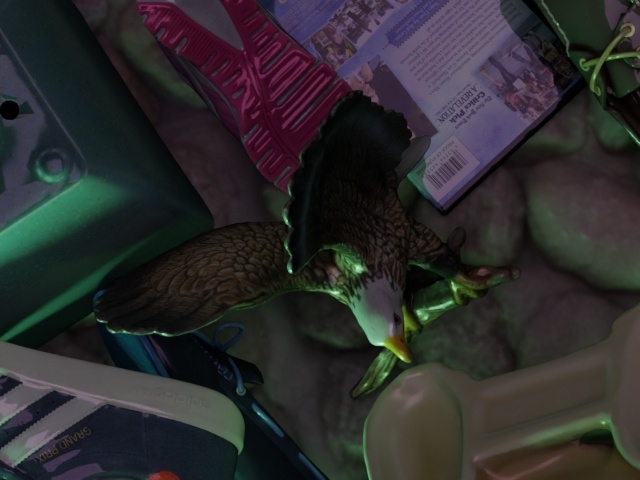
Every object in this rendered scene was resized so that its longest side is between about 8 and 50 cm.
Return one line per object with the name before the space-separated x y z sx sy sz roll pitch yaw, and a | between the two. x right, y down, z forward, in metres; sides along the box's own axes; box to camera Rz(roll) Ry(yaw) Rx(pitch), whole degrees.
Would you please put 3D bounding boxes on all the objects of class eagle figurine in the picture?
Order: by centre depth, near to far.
eagle figurine | 0.006 0.005 1.452 0.298 0.225 0.226 22 89 -39

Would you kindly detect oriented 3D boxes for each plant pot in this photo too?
plant pot | -0.256 -0.057 1.508 0.247 0.252 0.247 -33 85 -2

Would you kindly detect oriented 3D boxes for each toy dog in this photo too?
toy dog | 0.264 0.288 1.405 0.285 0.395 0.408 -27 128 17

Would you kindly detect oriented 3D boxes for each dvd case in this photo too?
dvd case | 0.084 -0.172 1.624 0.180 0.022 0.253 -42 84 -3

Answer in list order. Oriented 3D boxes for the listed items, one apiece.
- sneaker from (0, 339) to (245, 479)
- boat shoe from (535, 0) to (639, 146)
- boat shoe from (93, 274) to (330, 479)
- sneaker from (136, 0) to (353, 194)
sneaker | -0.238 0.159 1.431 0.350 0.131 0.148 11 68 2
boat shoe | 0.265 -0.140 1.539 0.305 0.091 0.109 46 132 -8
boat shoe | -0.087 0.129 1.571 0.089 0.109 0.258 -38 104 -24
sneaker | -0.055 -0.141 1.588 0.103 0.111 0.252 -38 107 -1
